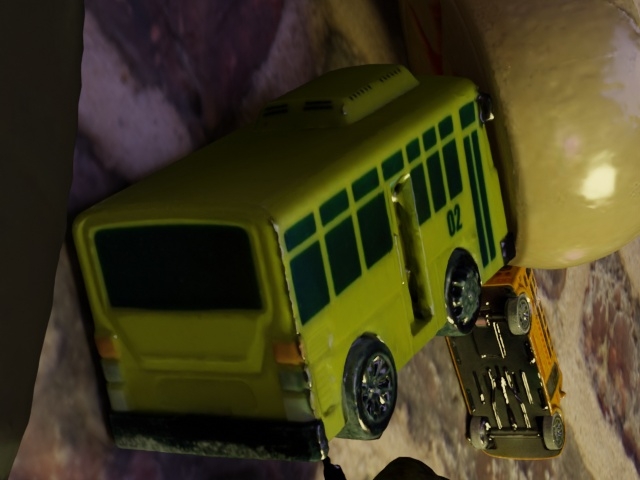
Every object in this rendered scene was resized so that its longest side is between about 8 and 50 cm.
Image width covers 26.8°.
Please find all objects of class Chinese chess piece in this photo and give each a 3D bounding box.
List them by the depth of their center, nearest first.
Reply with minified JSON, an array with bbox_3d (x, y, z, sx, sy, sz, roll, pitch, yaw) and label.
[{"bbox_3d":[0.128,-0.102,0.859,0.251,0.097,0.251,162,-90,-84],"label":"Chinese chess piece"}]

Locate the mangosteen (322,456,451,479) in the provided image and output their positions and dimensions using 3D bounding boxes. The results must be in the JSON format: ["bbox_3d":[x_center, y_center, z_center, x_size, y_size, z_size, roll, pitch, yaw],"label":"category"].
[{"bbox_3d":[0.041,0.234,0.705,0.243,0.243,0.243,6,84,-61],"label":"mangosteen"}]

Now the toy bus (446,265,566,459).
[{"bbox_3d":[0.141,0.088,1.016,0.074,0.069,0.162,-55,134,-50],"label":"toy bus"}]

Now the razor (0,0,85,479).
[{"bbox_3d":[-0.155,-0.052,0.432,0.204,0.113,0.349,42,52,-67],"label":"razor"}]

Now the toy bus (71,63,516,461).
[{"bbox_3d":[0.000,0.000,0.708,0.262,0.128,0.150,-37,120,-55],"label":"toy bus"}]
